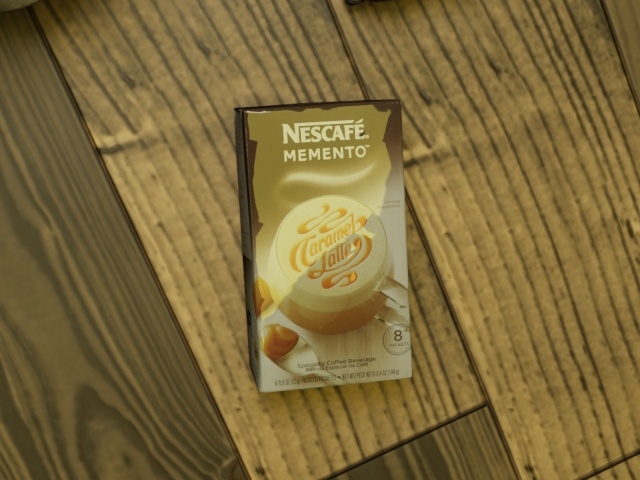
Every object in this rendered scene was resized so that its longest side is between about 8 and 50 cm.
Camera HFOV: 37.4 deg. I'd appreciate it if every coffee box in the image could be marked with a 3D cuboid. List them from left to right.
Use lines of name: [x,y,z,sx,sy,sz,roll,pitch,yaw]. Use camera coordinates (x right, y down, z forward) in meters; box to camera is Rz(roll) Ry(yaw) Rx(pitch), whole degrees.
coffee box: [0.000,0.000,0.853,0.141,0.098,0.247,-5,99,-9]

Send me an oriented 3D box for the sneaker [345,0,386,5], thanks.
sneaker: [0.012,-0.287,0.805,0.281,0.106,0.163,17,123,-1]

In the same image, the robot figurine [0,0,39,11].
robot figurine: [-0.281,-0.274,0.641,0.299,0.353,0.200,11,95,21]
